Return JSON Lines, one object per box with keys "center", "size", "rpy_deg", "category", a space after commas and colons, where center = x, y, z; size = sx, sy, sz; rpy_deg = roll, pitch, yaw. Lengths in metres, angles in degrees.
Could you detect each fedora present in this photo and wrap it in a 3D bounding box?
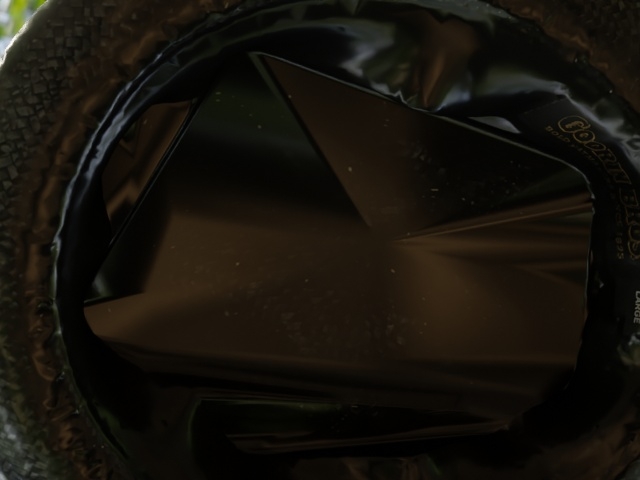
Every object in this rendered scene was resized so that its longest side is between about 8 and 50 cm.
{"center": [0.000, 0.000, 0.720], "size": [0.334, 0.334, 0.152], "rpy_deg": [1, -164, -22], "category": "fedora"}
